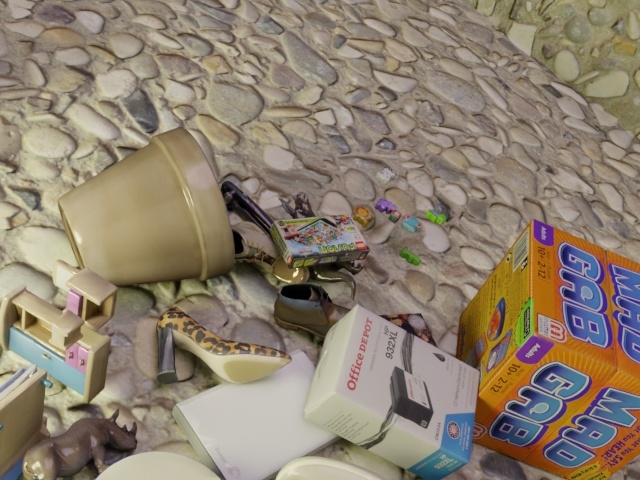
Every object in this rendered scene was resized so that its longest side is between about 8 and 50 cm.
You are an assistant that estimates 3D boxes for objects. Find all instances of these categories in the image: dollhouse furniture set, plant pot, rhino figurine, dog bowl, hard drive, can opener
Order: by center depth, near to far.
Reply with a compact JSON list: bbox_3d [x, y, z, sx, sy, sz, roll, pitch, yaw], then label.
[{"bbox_3d":[-0.262,0.475,1.231,0.264,0.104,0.265,15,43,-14],"label":"dog bowl"},{"bbox_3d":[-0.510,0.207,1.244,0.198,0.286,0.303,27,38,12],"label":"dollhouse furniture set"},{"bbox_3d":[-0.390,0.352,1.298,0.106,0.073,0.243,52,31,9],"label":"rhino figurine"},{"bbox_3d":[-0.102,0.344,1.497,0.307,0.040,0.203,-19,59,-40],"label":"hard drive"},{"bbox_3d":[-0.365,-0.037,1.578,0.280,0.323,0.323,-21,58,-20],"label":"plant pot"},{"bbox_3d":[-0.170,-0.077,1.868,0.186,0.059,0.073,42,43,16],"label":"can opener"}]

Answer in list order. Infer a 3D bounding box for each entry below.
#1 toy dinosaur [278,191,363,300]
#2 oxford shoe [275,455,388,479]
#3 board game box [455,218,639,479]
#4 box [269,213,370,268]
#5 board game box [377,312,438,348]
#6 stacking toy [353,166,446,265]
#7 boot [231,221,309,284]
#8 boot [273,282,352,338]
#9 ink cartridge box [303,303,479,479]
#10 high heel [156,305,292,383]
[{"bbox_3d":[0.003,0.035,1.831,0.160,0.121,0.314,-5,55,-17],"label":"toy dinosaur"},{"bbox_3d":[0.114,0.529,1.323,0.449,0.169,0.130,36,22,3],"label":"oxford shoe"},{"bbox_3d":[0.527,0.247,1.685,0.356,0.356,0.356,23,42,-5],"label":"board game box"},{"bbox_3d":[0.000,0.000,1.747,0.207,0.036,0.114,-7,53,-34],"label":"box"},{"bbox_3d":[0.147,0.243,1.727,0.243,0.042,0.165,-1,49,-28],"label":"board game box"},{"bbox_3d":[0.200,-0.062,1.968,0.221,0.167,0.052,38,43,13],"label":"stacking toy"},{"bbox_3d":[-0.134,0.031,1.712,0.213,0.077,0.165,38,11,15],"label":"boot"},{"bbox_3d":[0.006,0.150,1.651,0.219,0.106,0.082,5,53,5],"label":"boot"},{"bbox_3d":[0.148,0.303,1.546,0.307,0.129,0.223,29,47,-11],"label":"ink cartridge box"},{"bbox_3d":[-0.193,0.189,1.530,0.261,0.093,0.186,-3,41,-8],"label":"high heel"}]
